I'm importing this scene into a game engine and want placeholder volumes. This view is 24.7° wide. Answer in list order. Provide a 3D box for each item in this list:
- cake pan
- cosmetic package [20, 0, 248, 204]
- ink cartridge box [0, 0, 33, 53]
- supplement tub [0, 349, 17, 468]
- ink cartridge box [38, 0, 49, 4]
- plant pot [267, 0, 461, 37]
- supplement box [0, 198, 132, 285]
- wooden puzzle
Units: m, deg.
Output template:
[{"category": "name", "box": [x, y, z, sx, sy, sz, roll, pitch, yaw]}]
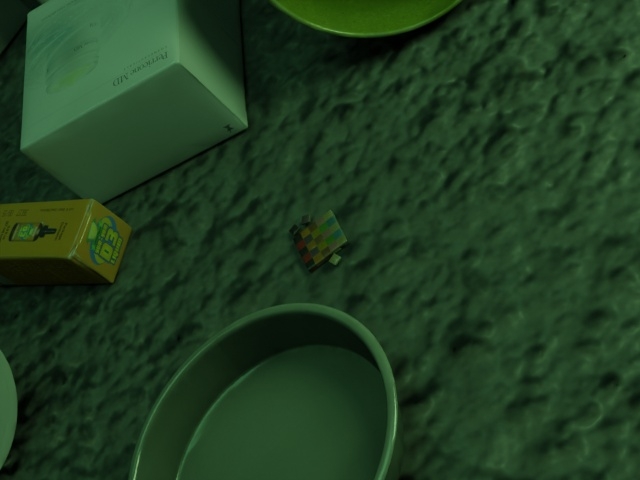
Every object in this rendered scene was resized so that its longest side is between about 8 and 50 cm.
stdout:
[{"category": "cake pan", "box": [-0.045, 0.197, 1.316, 0.293, 0.054, 0.293, -21, 50, 27]}, {"category": "cosmetic package", "box": [-0.214, -0.196, 1.669, 0.224, 0.138, 0.225, -26, 49, 22]}, {"category": "ink cartridge box", "box": [-0.553, -0.301, 2.022, 0.272, 0.114, 0.197, 22, 73, 46]}, {"category": "supplement tub", "box": [-0.509, 0.174, 1.565, 0.331, 0.241, 0.241, 2, 62, 39]}, {"category": "ink cartridge box", "box": [-0.365, -0.381, 1.865, 0.093, 0.212, 0.154, -40, 43, 4]}, {"category": "plant pot", "box": [0.042, -0.405, 1.549, 0.274, 0.275, 0.294, -30, 32, 19]}, {"category": "supplement box", "box": [-0.327, 0.005, 1.660, 0.233, 0.080, 0.078, -2, 60, 39]}, {"category": "wooden puzzle", "box": [0.000, 0.000, 1.453, 0.049, 0.006, 0.083, -38, 44, 11]}]
